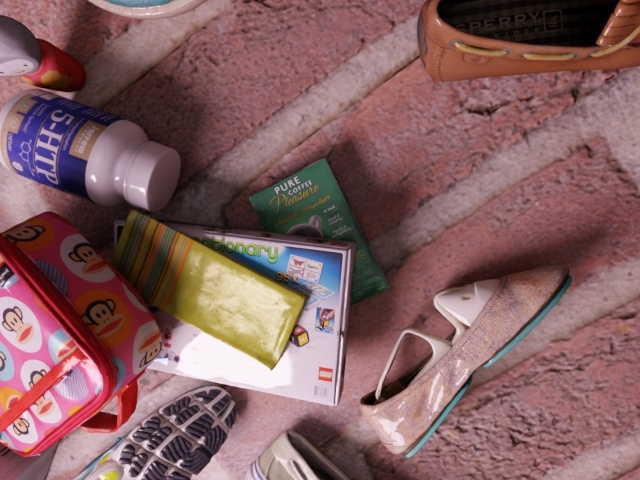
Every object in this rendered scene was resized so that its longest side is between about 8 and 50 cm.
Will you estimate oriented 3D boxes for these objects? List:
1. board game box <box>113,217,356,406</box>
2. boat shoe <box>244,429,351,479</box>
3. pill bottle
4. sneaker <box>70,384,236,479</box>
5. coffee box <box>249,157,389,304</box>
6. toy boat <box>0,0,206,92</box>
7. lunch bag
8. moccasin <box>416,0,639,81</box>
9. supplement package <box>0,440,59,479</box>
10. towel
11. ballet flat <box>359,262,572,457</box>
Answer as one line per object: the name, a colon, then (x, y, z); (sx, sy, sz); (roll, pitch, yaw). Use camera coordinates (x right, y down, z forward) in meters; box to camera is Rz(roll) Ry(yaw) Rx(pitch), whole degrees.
board game box: (-0.115, 0.082, 0.550); (0.305, 0.053, 0.193); (7, 100, 13)
boat shoe: (0.039, 0.372, 0.568); (0.302, 0.109, 0.094); (35, 96, 3)
pill bottle: (-0.279, -0.105, 0.543); (0.186, 0.112, 0.112); (20, 97, 3)
sneaker: (-0.240, 0.283, 0.584); (0.275, 0.110, 0.107); (-36, 110, -9)
coffee box: (0.000, 0.000, 0.563); (0.113, 0.040, 0.184); (-28, 93, 10)
toy boat: (-0.271, -0.317, 0.501); (0.267, 0.148, 0.318); (33, 97, 1)
lunch bag: (-0.334, 0.136, 0.536); (0.293, 0.120, 0.258); (-38, 94, 30)
moccasin: (0.296, -0.261, 0.457); (0.380, 0.147, 0.139); (-2, 96, 5)
supplement package: (-0.519, 0.351, 0.592); (0.203, 0.149, 0.194); (23, 97, 1)
towel: (-0.140, 0.057, 0.513); (0.237, 0.021, 0.102); (26, 105, 9)
ballet flat: (0.161, 0.126, 0.536); (0.106, 0.107, 0.316); (41, 97, 14)
